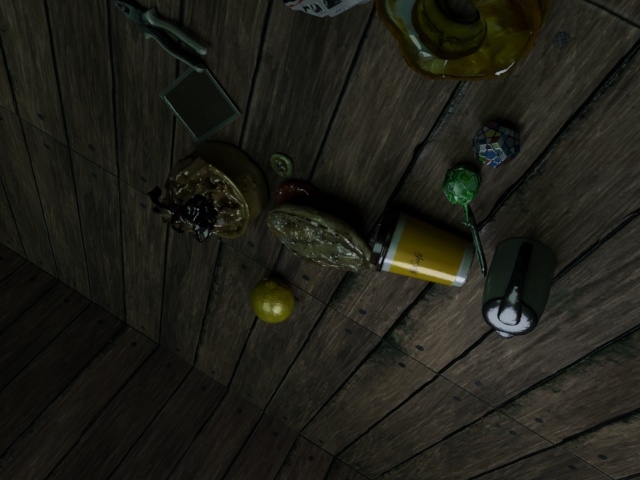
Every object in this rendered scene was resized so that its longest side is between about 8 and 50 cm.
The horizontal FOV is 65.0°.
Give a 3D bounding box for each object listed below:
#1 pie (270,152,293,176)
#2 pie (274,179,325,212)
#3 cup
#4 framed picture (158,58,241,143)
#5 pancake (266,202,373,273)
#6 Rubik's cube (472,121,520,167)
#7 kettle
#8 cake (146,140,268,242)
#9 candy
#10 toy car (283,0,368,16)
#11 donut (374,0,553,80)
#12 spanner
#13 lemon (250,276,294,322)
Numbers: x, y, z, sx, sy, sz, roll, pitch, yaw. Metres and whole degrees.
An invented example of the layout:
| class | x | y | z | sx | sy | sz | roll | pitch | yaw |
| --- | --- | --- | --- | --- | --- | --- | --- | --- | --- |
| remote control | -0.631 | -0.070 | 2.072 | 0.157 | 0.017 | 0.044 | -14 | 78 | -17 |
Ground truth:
| class | x | y | z | sx | sy | sz | roll | pitch | yaw |
| --- | --- | --- | --- | --- | --- | --- | --- | --- | --- |
| pie | -0.122 | -0.234 | 1.565 | 0.084 | 0.021 | 0.084 | 19 | 138 | 18 |
| pie | -0.066 | -0.117 | 1.623 | 0.183 | 0.049 | 0.182 | 20 | 138 | 19 |
| cup | 0.283 | 0.029 | 1.429 | 0.280 | 0.196 | 0.196 | 19 | 139 | 8 |
| framed picture | -0.375 | -0.424 | 1.557 | 0.252 | 0.014 | 0.197 | -17 | 119 | 44 |
| pancake | 0.000 | 0.000 | 1.608 | 0.387 | 0.082 | 0.386 | 24 | 157 | 11 |
| Rubik's cube | 0.403 | -0.219 | 1.155 | 0.111 | 0.111 | 0.093 | 50 | 163 | -18 |
| kettle | 0.509 | 0.106 | 1.296 | 0.161 | 0.236 | 0.221 | 16 | 137 | 22 |
| cake | -0.375 | -0.119 | 1.628 | 0.333 | 0.321 | 0.332 | 20 | 137 | 20 |
| candy | 0.392 | -0.042 | 1.306 | 0.097 | 0.097 | 0.323 | -5 | 115 | 38 |
| toy car | 0.018 | -0.547 | 1.100 | 0.210 | 0.089 | 0.108 | -9 | 129 | 37 |
| donut | 0.258 | -0.442 | 0.959 | 0.330 | 0.159 | 0.330 | 25 | 155 | 13 |
| spanner | -0.453 | -0.592 | 1.417 | 0.325 | 0.040 | 0.095 | 36 | 140 | 4 |
| lemon | -0.188 | 0.231 | 1.965 | 0.174 | 0.173 | 0.206 | 13 | 128 | 25 |
